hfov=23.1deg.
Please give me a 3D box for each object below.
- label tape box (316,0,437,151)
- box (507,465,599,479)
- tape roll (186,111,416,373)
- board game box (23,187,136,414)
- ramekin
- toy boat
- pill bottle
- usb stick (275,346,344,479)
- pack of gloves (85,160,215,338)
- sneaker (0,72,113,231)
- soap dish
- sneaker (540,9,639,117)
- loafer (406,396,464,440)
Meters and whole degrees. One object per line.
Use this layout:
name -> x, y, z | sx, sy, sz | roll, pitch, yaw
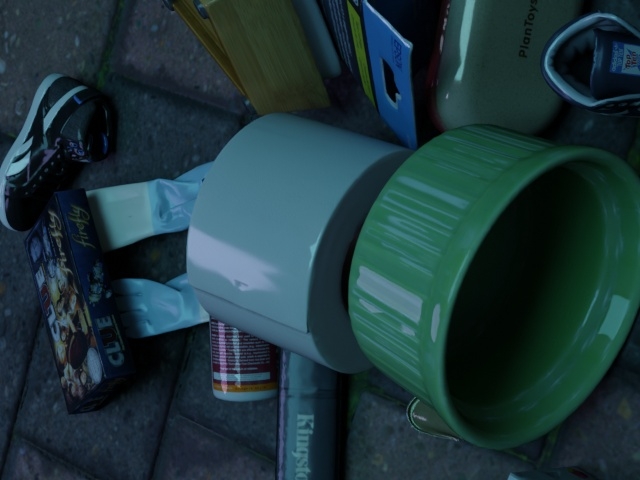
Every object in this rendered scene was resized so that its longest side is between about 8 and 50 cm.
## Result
label tape box -> 0.046, -0.286, 1.638 | 0.115, 0.249, 0.347 | -32, 67, -7
box -> 0.281, 0.279, 1.500 | 0.186, 0.145, 0.038 | 31, 104, 32
tape roll -> 0.000, 0.000, 1.660 | 0.169, 0.246, 0.246 | 21, 99, 35
board game box -> -0.304, 0.079, 1.955 | 0.165, 0.042, 0.243 | -44, 60, 57
ramekin -> 0.169, 0.034, 1.511 | 0.148, 0.303, 0.303 | 27, 103, 42
toy boat -> 0.175, -0.211, 1.632 | 0.151, 0.151, 0.231 | -162, 82, -66
pill bottle -> -0.085, 0.104, 1.800 | 0.086, 0.086, 0.152 | 1, 96, 36
usb stick -> -0.013, 0.231, 1.766 | 0.077, 0.045, 0.278 | 2, 88, 2
pack of gloves -> -0.170, 0.013, 1.915 | 0.232, 0.046, 0.195 | -12, 80, 24
sneaker -> -0.336, -0.098, 2.008 | 0.121, 0.079, 0.216 | 26, 101, 36
soap dish -> -0.107, -0.291, 1.744 | 0.118, 0.229, 0.291 | -33, 53, -6
sneaker -> 0.344, -0.159, 1.462 | 0.282, 0.153, 0.099 | 2, 88, 26
loafer -> 0.150, 0.185, 1.658 | 0.148, 0.050, 0.056 | 0, 87, 36
